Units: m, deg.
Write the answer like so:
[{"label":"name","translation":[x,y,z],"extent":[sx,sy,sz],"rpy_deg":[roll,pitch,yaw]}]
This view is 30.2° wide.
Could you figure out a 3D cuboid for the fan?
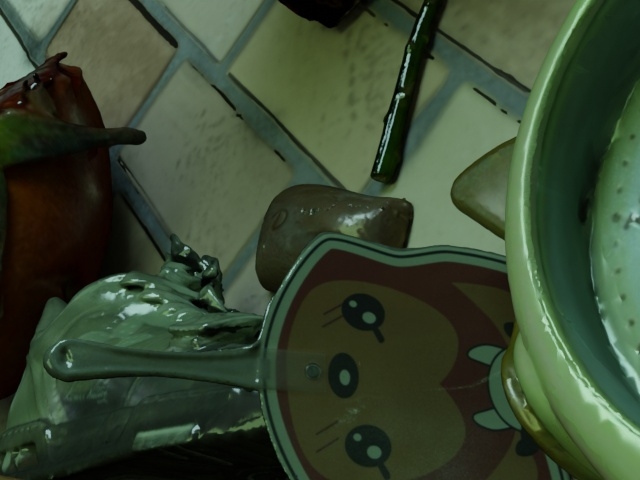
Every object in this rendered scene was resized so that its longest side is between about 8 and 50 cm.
[{"label":"fan","translation":[0.001,0.054,0.475],"extent":[0.009,0.219,0.132],"rpy_deg":[116,157,-59]}]

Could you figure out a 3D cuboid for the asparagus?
[{"label":"asparagus","translation":[0.055,-0.107,0.646],"extent":[0.016,0.016,0.163],"rpy_deg":[158,132,-72]}]

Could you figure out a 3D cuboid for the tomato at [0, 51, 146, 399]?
[{"label":"tomato","translation":[-0.245,0.021,0.781],"extent":[0.309,0.170,0.309],"rpy_deg":[-29,15,9]}]

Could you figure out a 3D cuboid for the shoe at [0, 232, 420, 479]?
[{"label":"shoe","translation":[-0.066,0.056,0.606],"extent":[0.293,0.109,0.149],"rpy_deg":[-20,54,39]}]

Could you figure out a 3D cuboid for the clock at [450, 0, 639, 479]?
[{"label":"clock","translation":[0.193,-0.018,0.364],"extent":[0.348,0.117,0.286],"rpy_deg":[32,94,52]}]

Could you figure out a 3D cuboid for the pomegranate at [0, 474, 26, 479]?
[{"label":"pomegranate","translation":[-0.142,0.231,0.450],"extent":[0.338,0.338,0.338],"rpy_deg":[-25,52,36]}]

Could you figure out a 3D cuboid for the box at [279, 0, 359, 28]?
[{"label":"box","translation":[0.045,-0.331,0.592],"extent":[0.415,0.264,0.116],"rpy_deg":[-41,44,21]}]

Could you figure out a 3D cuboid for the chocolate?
[{"label":"chocolate","translation":[0.000,0.000,0.631],"extent":[0.100,0.031,0.065],"rpy_deg":[11,81,48]}]
